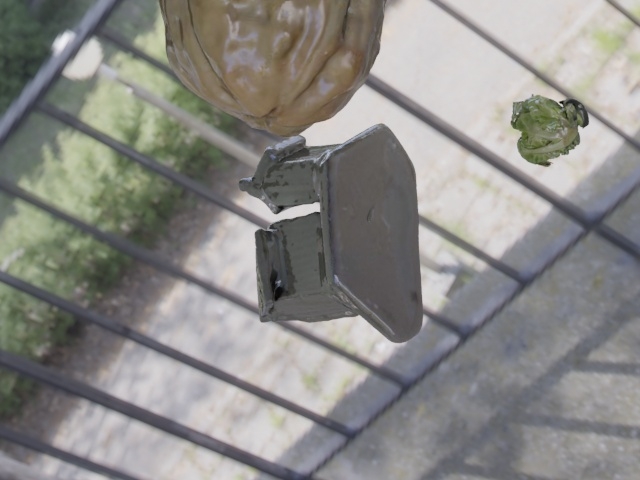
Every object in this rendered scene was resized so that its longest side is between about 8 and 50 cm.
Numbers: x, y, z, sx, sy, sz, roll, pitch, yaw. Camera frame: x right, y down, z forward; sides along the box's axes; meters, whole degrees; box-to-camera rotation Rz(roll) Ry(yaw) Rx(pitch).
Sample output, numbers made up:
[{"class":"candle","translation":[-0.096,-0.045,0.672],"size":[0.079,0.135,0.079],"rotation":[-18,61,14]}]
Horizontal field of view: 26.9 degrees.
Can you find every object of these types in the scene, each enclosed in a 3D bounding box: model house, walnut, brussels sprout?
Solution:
[{"class":"model house","translation":[0.000,0.000,1.406],"size":[0.188,0.122,0.229],"rotation":[-8,86,38]},{"class":"walnut","translation":[-0.038,-0.210,1.092],"size":[0.198,0.198,0.245],"rotation":[0,80,55]},{"class":"brussels sprout","translation":[0.247,-0.119,1.411],"size":[0.058,0.085,0.085],"rotation":[19,82,49]}]
